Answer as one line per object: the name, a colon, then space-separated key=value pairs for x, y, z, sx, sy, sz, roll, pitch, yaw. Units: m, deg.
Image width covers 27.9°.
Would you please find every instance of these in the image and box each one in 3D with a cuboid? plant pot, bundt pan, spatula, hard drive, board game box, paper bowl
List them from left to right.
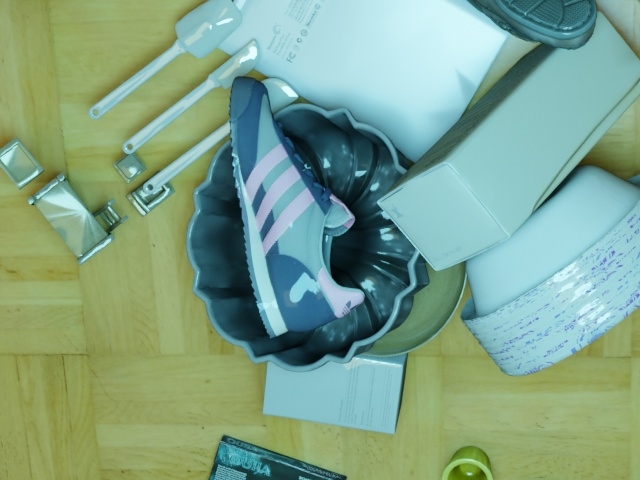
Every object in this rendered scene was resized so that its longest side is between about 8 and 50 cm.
spatula: x=-0.170 y=-0.181 z=1.645 sx=0.242 sy=0.019 sz=0.168 roll=-34 pitch=98 yaw=16
board game box: x=-0.068 y=0.361 z=1.825 sx=0.186 sy=0.026 sz=0.126 roll=18 pitch=108 yaw=4
bundt pan: x=0.000 y=0.000 z=1.616 sx=0.330 sy=0.124 sz=0.331 roll=-2 pitch=84 yaw=27
hard drive: x=0.051 y=-0.258 z=1.616 sx=0.318 sy=0.040 sz=0.210 roll=30 pitch=109 yaw=0
plant pot: x=0.083 y=0.031 z=1.660 sx=0.236 sy=0.032 sz=0.236 roll=-1 pitch=87 yaw=27
paper bowl: x=0.287 y=0.019 z=1.531 sx=0.284 sy=0.284 sz=0.148 roll=-38 pitch=92 yaw=17

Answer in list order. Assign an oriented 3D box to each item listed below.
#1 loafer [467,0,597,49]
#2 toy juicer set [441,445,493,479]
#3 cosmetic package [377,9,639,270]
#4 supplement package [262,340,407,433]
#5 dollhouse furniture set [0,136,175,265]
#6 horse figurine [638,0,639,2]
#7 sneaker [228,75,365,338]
loafer: x=0.221 y=-0.292 z=1.498 sx=0.096 sy=0.084 sz=0.267 roll=-37 pitch=55 yaw=-12
toy juicer set: x=0.285 y=0.436 z=1.751 sx=0.329 sy=0.089 sz=0.209 roll=27 pitch=109 yaw=2
cosmetic package: x=0.225 y=-0.116 z=1.478 sx=0.113 sy=0.309 sz=0.160 roll=49 pitch=151 yaw=-7
supplement package: x=0.022 y=0.178 z=1.715 sx=0.179 sy=0.105 sz=0.105 roll=9 pitch=109 yaw=7
dollhouse furniture set: x=-0.313 y=-0.087 z=1.721 sx=0.161 sy=0.101 sz=0.182 roll=-38 pitch=97 yaw=-7
horse figurine: x=0.377 y=-0.390 z=1.493 sx=0.263 sy=0.066 sz=0.174 roll=43 pitch=78 yaw=2
sneaker: x=-0.029 y=-0.050 z=1.524 sx=0.131 sy=0.112 sz=0.319 roll=-12 pitch=79 yaw=5
